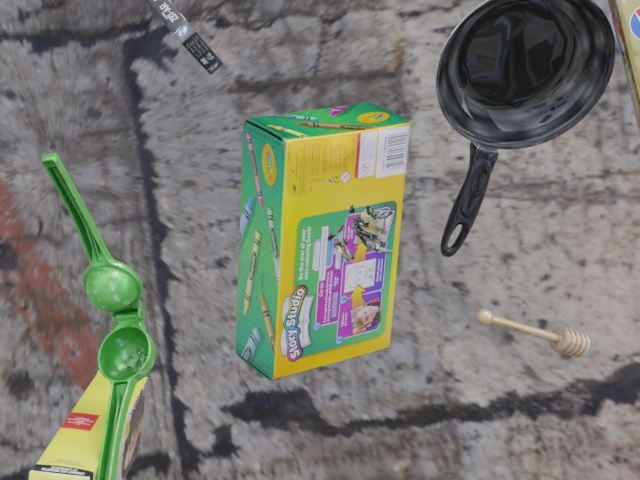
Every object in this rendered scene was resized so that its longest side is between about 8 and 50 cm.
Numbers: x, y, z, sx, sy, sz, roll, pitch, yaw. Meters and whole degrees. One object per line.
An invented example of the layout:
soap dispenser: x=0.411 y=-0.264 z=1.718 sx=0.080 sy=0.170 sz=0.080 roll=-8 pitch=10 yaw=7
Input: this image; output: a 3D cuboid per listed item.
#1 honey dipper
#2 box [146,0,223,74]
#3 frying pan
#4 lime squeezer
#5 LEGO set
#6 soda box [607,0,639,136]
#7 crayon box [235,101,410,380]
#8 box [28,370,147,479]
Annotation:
honey dipper: x=0.229 y=0.097 z=1.311 sx=0.161 sy=0.030 sz=0.030 roll=19 pitch=89 yaw=-33
box: x=-0.131 y=-0.201 z=1.160 sx=0.018 sy=0.083 sz=0.067 roll=-40 pitch=71 yaw=2
frying pan: x=0.220 y=-0.136 z=1.324 sx=0.197 sy=0.053 sz=0.326 roll=-9 pitch=128 yaw=-5
lime squeezer: x=-0.202 y=0.073 z=1.104 sx=0.110 sy=0.059 sz=0.310 roll=-12 pitch=96 yaw=-54
LEGO set: x=0.035 y=-0.005 z=1.068 sx=0.083 sy=0.023 sz=0.054 roll=-11 pitch=61 yaw=-39
soda box: x=0.343 y=-0.188 z=1.243 sx=0.058 sy=0.061 sz=0.181 roll=-12 pitch=79 yaw=8
crayon box: x=0.000 y=0.000 z=1.316 sx=0.165 sy=0.081 sz=0.278 roll=-11 pitch=117 yaw=-34
box: x=-0.222 y=0.209 z=1.170 sx=0.058 sy=0.232 sz=0.087 roll=8 pitch=108 yaw=3
